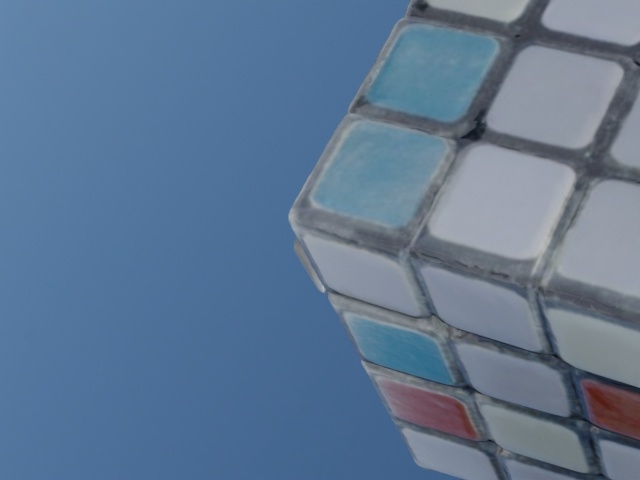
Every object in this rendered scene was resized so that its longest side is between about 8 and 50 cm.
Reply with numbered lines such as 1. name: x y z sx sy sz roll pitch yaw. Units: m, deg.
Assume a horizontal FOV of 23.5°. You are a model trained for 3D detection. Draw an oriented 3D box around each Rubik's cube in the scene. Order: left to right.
1. Rubik's cube: 0.175 -0.012 0.766 0.259 0.253 0.256 14 -117 28

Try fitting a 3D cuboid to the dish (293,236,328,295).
1. dish: 0.000 0.000 1.251 0.137 0.039 0.091 -49 153 -75
